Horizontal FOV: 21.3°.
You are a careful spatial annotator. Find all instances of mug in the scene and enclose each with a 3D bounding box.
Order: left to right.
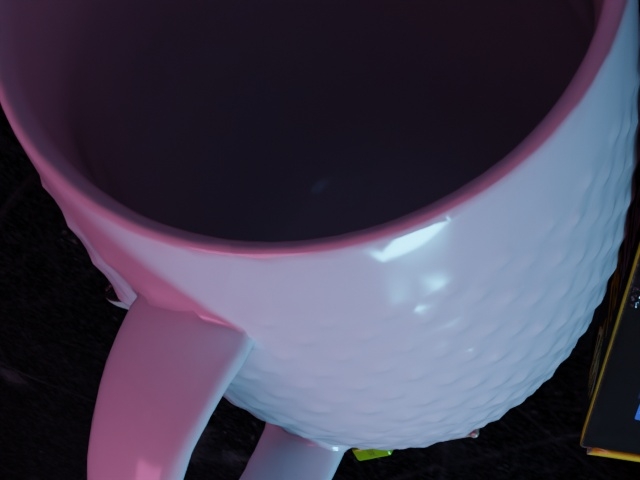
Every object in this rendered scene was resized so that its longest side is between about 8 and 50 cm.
[{"bbox_3d":[0.000,0.000,0.824,0.276,0.374,0.328,18,157,20],"label":"mug"}]

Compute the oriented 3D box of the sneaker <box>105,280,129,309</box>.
[{"bbox_3d":[-0.102,0.046,1.317,0.135,0.052,0.058,10,156,43],"label":"sneaker"}]

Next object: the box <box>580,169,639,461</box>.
[{"bbox_3d":[0.279,0.025,0.852,0.257,0.079,0.322,10,148,5],"label":"box"}]

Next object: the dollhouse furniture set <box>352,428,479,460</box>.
[{"bbox_3d":[0.050,0.119,1.313,0.152,0.058,0.076,-14,125,25],"label":"dollhouse furniture set"}]
